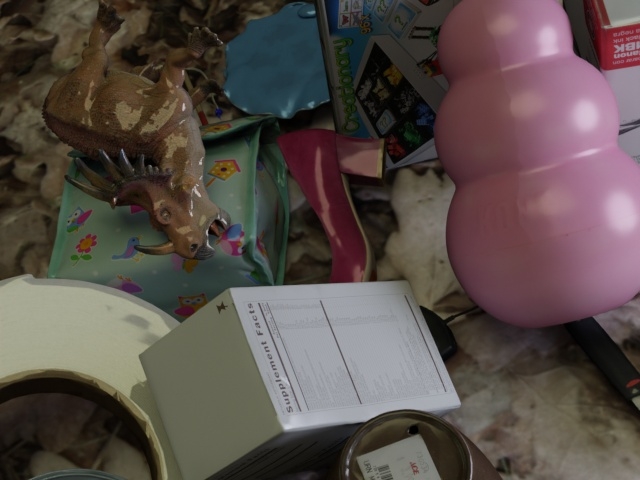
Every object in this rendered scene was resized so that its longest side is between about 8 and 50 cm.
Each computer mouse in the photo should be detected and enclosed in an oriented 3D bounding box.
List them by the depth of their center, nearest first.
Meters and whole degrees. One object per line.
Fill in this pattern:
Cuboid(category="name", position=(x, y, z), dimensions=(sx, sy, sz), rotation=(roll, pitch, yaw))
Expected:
Cuboid(category="computer mouse", position=(0.135, 0.082, 1.489), dimensions=(0.242, 0.041, 0.071), rotation=(-27, 65, -19))

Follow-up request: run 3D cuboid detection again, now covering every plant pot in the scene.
Cuboid(category="plant pot", position=(0.079, 0.246, 1.263), dimensions=(0.215, 0.230, 0.215), rotation=(-4, 56, 5))

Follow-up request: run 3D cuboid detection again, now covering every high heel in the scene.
Cuboid(category="high heel", position=(0.000, 0.000, 1.511), dimensions=(0.117, 0.082, 0.244), rotation=(4, 78, 9))

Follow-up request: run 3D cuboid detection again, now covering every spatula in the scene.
Cuboid(category="spatula", position=(0.318, 0.169, 1.404), dimensions=(0.084, 0.030, 0.296), rotation=(-25, 56, -11))

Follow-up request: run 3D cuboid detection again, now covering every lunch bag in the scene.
Cuboid(category="lunch bag", position=(-0.150, -0.031, 1.528), dimensions=(0.223, 0.160, 0.262), rotation=(-10, 45, 11))

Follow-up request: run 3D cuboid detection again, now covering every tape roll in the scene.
Cuboid(category="tape roll", position=(-0.248, 0.224, 1.334), dimensions=(0.392, 0.072, 0.392), rotation=(3, 72, -9))

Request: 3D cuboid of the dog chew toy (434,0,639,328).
Cuboid(category="dog chew toy", position=(0.202, -0.089, 1.405), dimensions=(0.207, 0.206, 0.331), rotation=(-15, 93, -2))

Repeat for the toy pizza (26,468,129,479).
Cuboid(category="toy pizza", position=(-0.210, 0.297, 1.260), dimensions=(0.201, 0.032, 0.201), rotation=(3, 73, -9))

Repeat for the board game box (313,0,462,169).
Cuboid(category="board game box", position=(0.100, -0.195, 1.514), dimensions=(0.193, 0.305, 0.053), rotation=(-13, 53, -2))

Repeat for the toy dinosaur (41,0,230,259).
Cuboid(category="toy dinosaur", position=(-0.198, -0.112, 1.432), dimensions=(0.296, 0.127, 0.200), rotation=(22, 69, 37))

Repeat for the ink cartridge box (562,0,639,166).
Cuboid(category="ink cartridge box", position=(0.323, -0.209, 1.516), dimensions=(0.114, 0.273, 0.197), rotation=(-11, 55, 4))

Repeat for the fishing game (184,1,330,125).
Cuboid(category="fishing game", position=(-0.029, -0.206, 1.702), dimensions=(0.264, 0.041, 0.189), rotation=(-24, 48, -2))

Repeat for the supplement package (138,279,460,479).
Cuboid(category="supplement package", position=(-0.016, 0.126, 1.322), dimensions=(0.134, 0.244, 0.139), rotation=(-36, 66, 36))
